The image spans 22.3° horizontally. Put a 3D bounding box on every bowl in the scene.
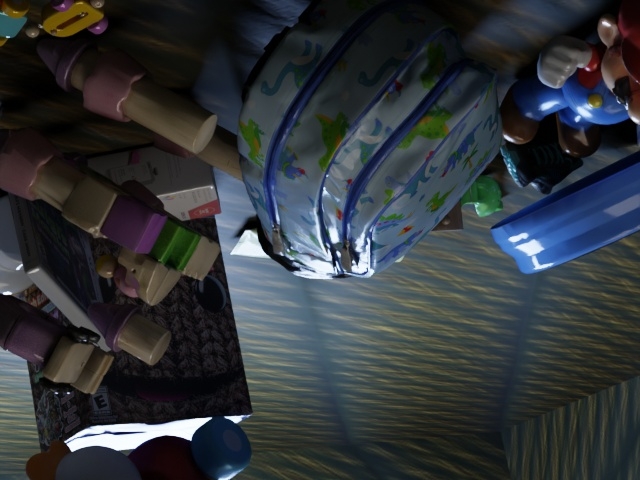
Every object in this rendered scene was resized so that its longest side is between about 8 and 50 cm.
[{"bbox_3d":[0.404,-0.067,2.035,0.391,0.077,0.391,-27,179,0],"label":"bowl"}]

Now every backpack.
[{"bbox_3d":[0.049,-0.111,1.589,0.290,0.273,0.355,-43,149,-10],"label":"backpack"}]

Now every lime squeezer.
[{"bbox_3d":[0.173,-0.065,2.197,0.310,0.059,0.110,1,-171,-42],"label":"lime squeezer"}]

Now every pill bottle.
[{"bbox_3d":[-0.399,0.021,1.947,0.117,0.117,0.208,0,160,-35],"label":"pill bottle"}]

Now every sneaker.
[{"bbox_3d":[0.290,-0.108,2.111,0.076,0.065,0.166,-30,165,23],"label":"sneaker"}]

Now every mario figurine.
[{"bbox_3d":[0.312,-0.152,1.750,0.198,0.170,0.320,-28,177,-25],"label":"mario figurine"}]

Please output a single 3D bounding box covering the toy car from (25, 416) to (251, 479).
[{"bbox_3d":[-0.239,0.292,1.906,0.238,0.210,0.219,34,124,-28],"label":"toy car"}]

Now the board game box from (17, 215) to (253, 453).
[{"bbox_3d":[-0.239,0.105,2.025,0.232,0.291,0.141,-1,160,-34],"label":"board game box"}]

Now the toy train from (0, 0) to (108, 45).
[{"bbox_3d":[-0.242,-0.221,1.386,0.166,0.046,0.125,-9,153,3],"label":"toy train"}]

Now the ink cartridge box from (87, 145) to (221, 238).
[{"bbox_3d":[-0.222,-0.057,1.896,0.198,0.067,0.115,-11,164,-1],"label":"ink cartridge box"}]

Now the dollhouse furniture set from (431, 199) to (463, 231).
[{"bbox_3d":[0.135,-0.078,1.916,0.144,0.123,0.151,-3,175,-25],"label":"dollhouse furniture set"}]

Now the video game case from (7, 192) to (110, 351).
[{"bbox_3d":[-0.292,0.013,1.808,0.022,0.173,0.190,-25,144,6],"label":"video game case"}]

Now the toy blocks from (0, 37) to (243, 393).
[{"bbox_3d":[-0.253,-0.040,1.626,0.260,0.309,0.288,29,180,13],"label":"toy blocks"}]

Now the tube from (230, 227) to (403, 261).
[{"bbox_3d":[0.000,0.000,2.271,0.240,0.062,0.070,-1,118,-17],"label":"tube"}]
